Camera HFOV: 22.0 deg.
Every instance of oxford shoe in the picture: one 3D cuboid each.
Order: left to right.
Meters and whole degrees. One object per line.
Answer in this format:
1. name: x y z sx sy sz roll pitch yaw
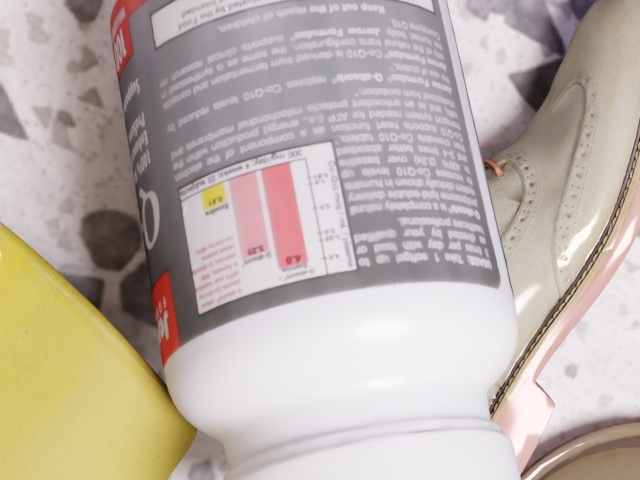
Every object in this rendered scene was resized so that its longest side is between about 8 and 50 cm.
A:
1. oxford shoe: 0.118 -0.003 1.098 0.147 0.140 0.397 24 86 -5

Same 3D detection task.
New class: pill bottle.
1. pill bottle: 0.000 0.000 0.975 0.210 0.210 0.362 -7 71 -12

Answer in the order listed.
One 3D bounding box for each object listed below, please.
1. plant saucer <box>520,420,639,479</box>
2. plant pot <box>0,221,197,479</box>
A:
1. plant saucer: 0.226 0.265 1.182 0.278 0.041 0.277 -1 92 -12
2. plant pot: -0.204 0.109 1.007 0.187 0.212 0.212 37 85 -25
